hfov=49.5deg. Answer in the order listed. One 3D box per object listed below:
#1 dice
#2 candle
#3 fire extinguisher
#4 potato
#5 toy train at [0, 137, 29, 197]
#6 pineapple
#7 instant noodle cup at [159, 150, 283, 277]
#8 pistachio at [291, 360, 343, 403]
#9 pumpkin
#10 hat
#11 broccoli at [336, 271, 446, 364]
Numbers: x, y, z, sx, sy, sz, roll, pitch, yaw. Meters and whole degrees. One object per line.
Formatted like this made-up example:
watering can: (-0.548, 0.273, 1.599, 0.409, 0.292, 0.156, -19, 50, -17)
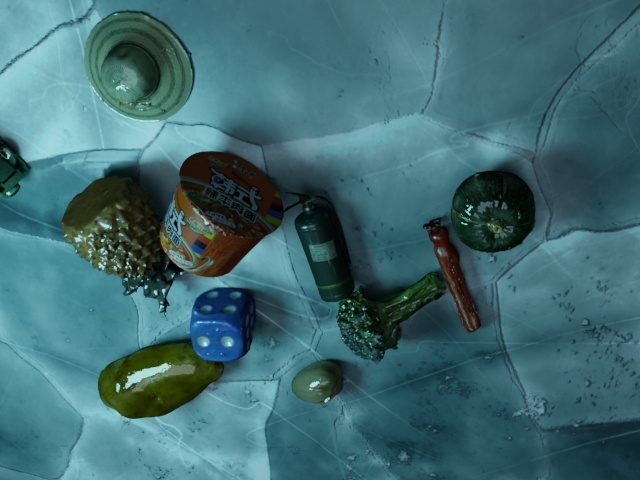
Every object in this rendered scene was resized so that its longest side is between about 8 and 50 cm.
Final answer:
dice: (-0.248, 0.213, 1.763, 0.146, 0.146, 0.143, 3, 122, 7)
candle: (0.322, 0.090, 1.657, 0.051, 0.048, 0.329, -10, 120, 30)
fire extinguisher: (0.000, 0.000, 1.633, 0.118, 0.093, 0.294, -23, 116, -8)
potato: (-0.438, 0.379, 1.889, 0.369, 0.176, 0.195, -23, 87, 16)
toy train: (-0.861, -0.213, 1.631, 0.178, 0.138, 0.330, -28, 115, 33)
pineapple: (-0.438, 0.027, 1.667, 0.223, 0.222, 0.357, -19, 127, 19)
instant noodle cup: (-0.235, -0.047, 1.564, 0.250, 0.250, 0.192, 31, 128, -9)
pistachio: (-0.008, 0.380, 1.849, 0.149, 0.113, 0.113, -11, 118, 23)
pumpkin: (0.372, -0.061, 1.502, 0.190, 0.146, 0.190, -1, 141, -1)
hat: (-0.406, -0.352, 1.482, 0.252, 0.110, 0.252, 4, 120, 8)
broccoli: (0.182, 0.198, 1.693, 0.275, 0.177, 0.198, -17, 124, -2)
